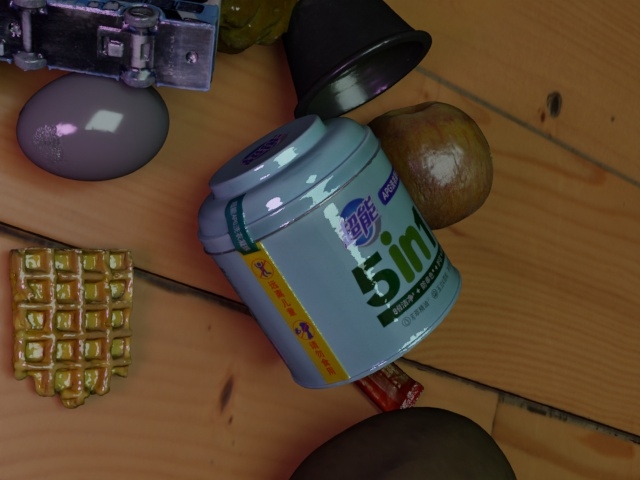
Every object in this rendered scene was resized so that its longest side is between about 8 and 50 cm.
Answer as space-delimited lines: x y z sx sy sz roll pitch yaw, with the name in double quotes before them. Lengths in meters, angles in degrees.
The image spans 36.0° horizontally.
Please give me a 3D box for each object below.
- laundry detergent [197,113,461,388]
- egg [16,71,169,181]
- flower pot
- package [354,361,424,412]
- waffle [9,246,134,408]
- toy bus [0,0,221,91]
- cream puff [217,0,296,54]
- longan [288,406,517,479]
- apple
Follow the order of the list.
"laundry detergent" 0.000 0.000 1.370 0.287 0.287 0.305 -42 109 -27
"egg" -0.293 -0.150 1.278 0.198 0.146 0.147 -8 91 -23
"flower pot" 0.034 -0.297 1.476 0.235 0.235 0.148 -23 80 -31
"package" 0.081 0.204 1.560 0.200 0.022 0.083 45 64 -20
"waffle" -0.327 0.115 1.292 0.160 0.055 0.211 2 86 -33
"toy bus" -0.274 -0.270 1.234 0.297 0.131 0.106 10 125 -1
"cream puff" -0.130 -0.378 1.369 0.244 0.196 0.244 1 88 -32
"longan" 0.117 0.401 1.404 0.360 0.361 0.361 3 85 -32
"apple" 0.159 -0.115 1.523 0.211 0.211 0.188 -27 108 -31
